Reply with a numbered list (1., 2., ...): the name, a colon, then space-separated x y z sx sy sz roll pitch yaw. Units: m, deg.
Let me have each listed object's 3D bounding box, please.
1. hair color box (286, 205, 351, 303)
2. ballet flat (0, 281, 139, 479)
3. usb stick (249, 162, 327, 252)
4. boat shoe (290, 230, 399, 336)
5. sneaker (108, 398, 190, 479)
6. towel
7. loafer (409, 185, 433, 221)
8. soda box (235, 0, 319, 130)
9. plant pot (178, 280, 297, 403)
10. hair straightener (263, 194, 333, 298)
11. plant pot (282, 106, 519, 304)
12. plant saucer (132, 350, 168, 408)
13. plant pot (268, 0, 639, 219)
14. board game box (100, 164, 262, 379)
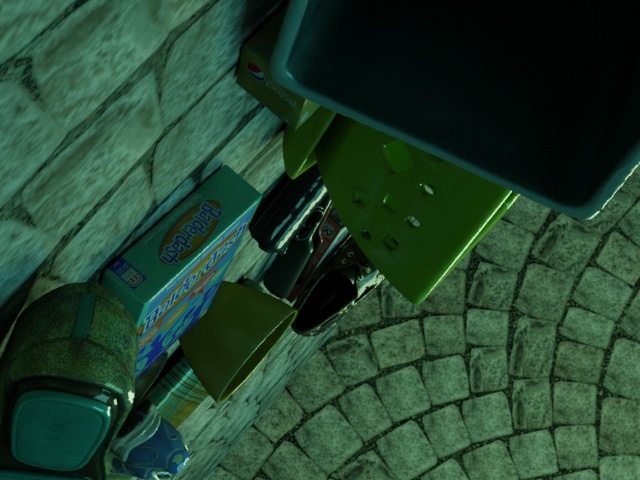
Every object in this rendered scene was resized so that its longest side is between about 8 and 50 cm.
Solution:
1. hair color box: 0.000 0.000 1.808 0.093 0.053 0.167 -41 170 -46
2. ballet flat: -0.213 0.141 1.058 0.123 0.123 0.348 -45 173 -37
3. usb stick: 0.022 -0.101 1.452 0.278 0.045 0.077 -51 172 5
4. boat shoe: 0.039 0.048 1.783 0.207 0.073 0.073 -50 174 6
5. sneaker: -0.198 0.240 1.517 0.080 0.081 0.211 -48 180 -18
6. towel: -0.197 0.209 1.751 0.370 0.040 0.271 -47 172 -8
7. loafer: 0.135 -0.111 1.831 0.111 0.112 0.319 -40 171 -11
8. soda box: 0.020 -0.169 1.012 0.181 0.061 0.058 -47 172 -23
9. plant pot: -0.105 0.099 1.497 0.134 0.095 0.134 -49 172 -9
10. hair straightener: -0.017 -0.006 1.688 0.089 0.047 0.230 -43 170 -48
11. plant pot: 0.111 -0.116 1.266 0.227 0.207 0.228 -42 169 -50
12. plant saucer: -0.224 0.171 1.408 0.168 0.029 0.168 -48 174 -7
13. plant pot: 0.141 -0.211 0.888 0.247 0.248 0.252 115 -2 -64
14. board game box: -0.141 0.046 1.198 0.160 0.047 0.210 -45 170 -35
